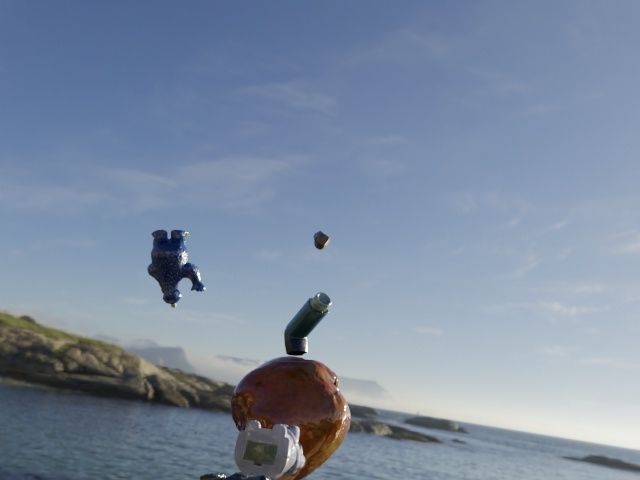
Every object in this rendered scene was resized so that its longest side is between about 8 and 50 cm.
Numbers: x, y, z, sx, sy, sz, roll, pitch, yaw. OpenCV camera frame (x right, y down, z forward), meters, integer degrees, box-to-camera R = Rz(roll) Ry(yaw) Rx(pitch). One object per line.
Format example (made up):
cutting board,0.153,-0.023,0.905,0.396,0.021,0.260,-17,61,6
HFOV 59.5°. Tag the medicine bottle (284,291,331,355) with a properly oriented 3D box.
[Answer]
medicine bottle,-0.048,0.298,2.003,0.079,0.124,0.258,14,-52,-31

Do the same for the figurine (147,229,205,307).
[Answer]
figurine,-0.496,0.086,1.849,0.164,0.262,0.121,-19,-11,1

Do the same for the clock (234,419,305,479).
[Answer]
clock,-0.130,0.667,1.759,0.189,0.189,0.254,1,-20,26

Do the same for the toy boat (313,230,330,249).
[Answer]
toy boat,0.000,0.000,1.684,0.047,0.049,0.149,37,1,-6

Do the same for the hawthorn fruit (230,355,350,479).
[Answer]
hawthorn fruit,-0.112,0.662,2.133,0.472,0.471,0.472,8,-16,2

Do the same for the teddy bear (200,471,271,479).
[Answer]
teddy bear,-0.150,0.613,1.263,0.144,0.171,0.251,-36,-54,8
